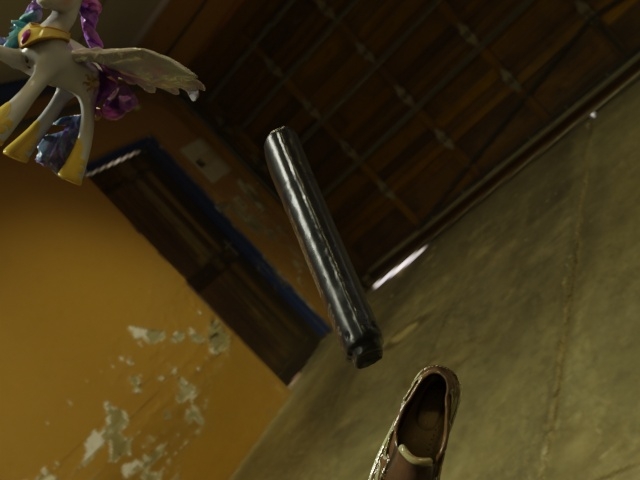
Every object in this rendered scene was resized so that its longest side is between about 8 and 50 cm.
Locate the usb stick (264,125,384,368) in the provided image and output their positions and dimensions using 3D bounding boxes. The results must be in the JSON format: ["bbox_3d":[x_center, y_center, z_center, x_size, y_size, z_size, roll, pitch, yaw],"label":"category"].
[{"bbox_3d":[0.000,0.000,0.733,0.045,0.278,0.077,-18,-26,-9],"label":"usb stick"}]

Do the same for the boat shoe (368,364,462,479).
[{"bbox_3d":[0.116,0.284,0.897,0.095,0.095,0.258,55,-130,-71],"label":"boat shoe"}]

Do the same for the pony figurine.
[{"bbox_3d":[-0.428,-0.295,1.223,0.351,0.302,0.364,35,-106,-59],"label":"pony figurine"}]
